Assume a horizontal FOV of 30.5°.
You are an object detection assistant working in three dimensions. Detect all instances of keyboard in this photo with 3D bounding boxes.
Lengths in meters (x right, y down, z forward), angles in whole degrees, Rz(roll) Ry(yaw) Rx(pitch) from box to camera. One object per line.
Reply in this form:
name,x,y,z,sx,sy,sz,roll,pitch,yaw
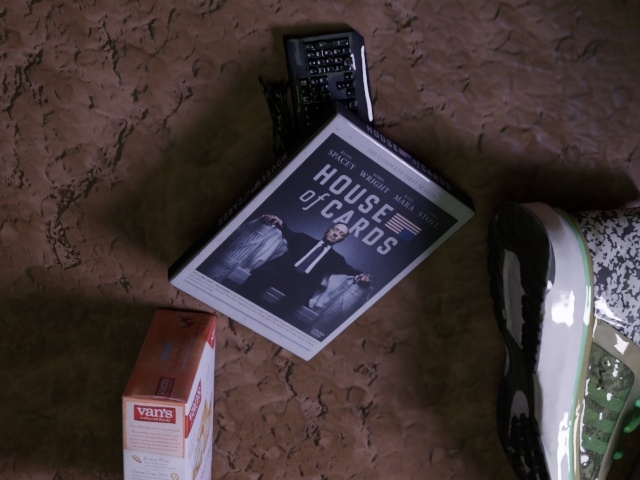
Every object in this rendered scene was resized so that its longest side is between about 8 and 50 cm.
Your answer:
keyboard,0.000,-0.092,1.071,0.100,0.038,0.192,-5,117,9

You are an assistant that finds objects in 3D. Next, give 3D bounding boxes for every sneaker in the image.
sneaker,0.272,0.137,1.118,0.182,0.158,0.410,-12,123,-7

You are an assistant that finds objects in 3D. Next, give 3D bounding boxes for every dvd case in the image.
dvd case,0.000,0.000,1.102,0.179,0.029,0.238,33,118,-29

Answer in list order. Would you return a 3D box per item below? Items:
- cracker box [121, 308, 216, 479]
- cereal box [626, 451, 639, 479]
cracker box,-0.150,0.207,1.182,0.067,0.156,0.232,5,119,3
cereal box,0.340,0.270,1.154,0.047,0.173,0.240,14,118,0
